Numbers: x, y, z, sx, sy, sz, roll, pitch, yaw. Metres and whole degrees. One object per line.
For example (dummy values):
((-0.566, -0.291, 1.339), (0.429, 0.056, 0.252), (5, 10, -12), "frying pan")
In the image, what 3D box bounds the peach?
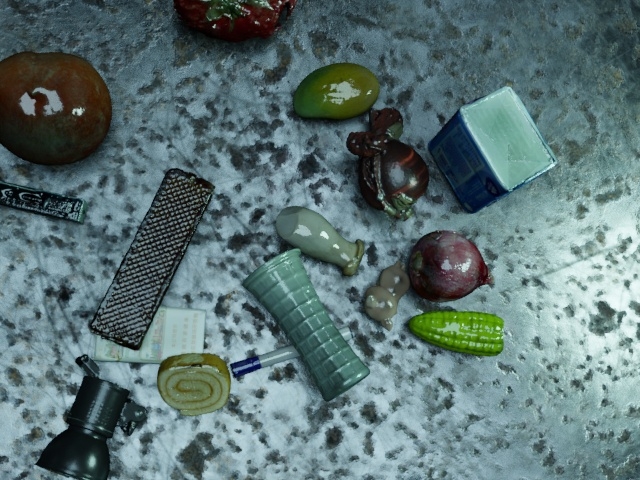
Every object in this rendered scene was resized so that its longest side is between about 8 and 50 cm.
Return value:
((-0.549, -0.267, 1.779), (0.252, 0.252, 0.252), (1, 81, -7), "peach")

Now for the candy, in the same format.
((0.292, 0.193, 1.890), (0.209, 0.097, 0.097), (8, 80, -1), "candy")

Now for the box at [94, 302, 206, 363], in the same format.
((-0.352, 0.195, 1.831), (0.220, 0.032, 0.122), (4, 81, -7), "box")

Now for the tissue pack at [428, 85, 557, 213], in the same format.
((0.356, -0.186, 1.868), (0.146, 0.263, 0.198), (-29, 85, -11), "tissue pack")

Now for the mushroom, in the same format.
((0.001, -0.001, 1.876), (0.212, 0.097, 0.088), (35, 104, -11), "mushroom")

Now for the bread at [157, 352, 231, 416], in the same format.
((-0.256, 0.295, 1.793), (0.149, 0.073, 0.122), (-4, 106, -6), "bread")

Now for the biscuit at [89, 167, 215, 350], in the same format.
((-0.342, 0.034, 1.819), (0.107, 0.073, 0.388), (24, 72, -4), "biscuit")

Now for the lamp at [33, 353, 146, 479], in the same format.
((-0.445, 0.363, 1.750), (0.172, 0.147, 0.227), (26, 71, -16), "lamp")

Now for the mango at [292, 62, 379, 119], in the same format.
((0.032, -0.324, 1.941), (0.194, 0.092, 0.130), (-23, 87, -1), "mango")

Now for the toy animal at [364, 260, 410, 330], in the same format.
((0.142, 0.112, 1.886), (0.083, 0.089, 0.150), (26, 70, 1), "toy animal")

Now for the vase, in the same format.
((-0.022, 0.175, 1.804), (0.143, 0.143, 0.299), (-32, 79, -11), "vase")

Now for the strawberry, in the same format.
((-0.184, -0.561, 1.894), (0.274, 0.220, 0.274), (-7, 124, -10), "strawberry")

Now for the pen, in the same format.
((-0.059, 0.234, 1.865), (0.269, 0.033, 0.033), (-18, 84, -10), "pen")

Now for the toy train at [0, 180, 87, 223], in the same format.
((-0.607, -0.084, 1.833), (0.233, 0.051, 0.052), (12, 79, -2), "toy train")

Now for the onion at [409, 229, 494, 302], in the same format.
((0.287, 0.062, 1.884), (0.195, 0.159, 0.159), (14, 79, -21), "onion")

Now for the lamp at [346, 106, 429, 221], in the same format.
((0.158, -0.161, 1.893), (0.151, 0.215, 0.223), (-1, 115, 23), "lamp")
